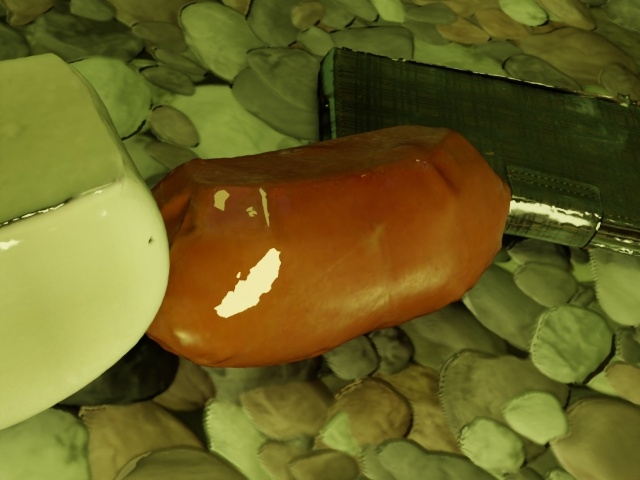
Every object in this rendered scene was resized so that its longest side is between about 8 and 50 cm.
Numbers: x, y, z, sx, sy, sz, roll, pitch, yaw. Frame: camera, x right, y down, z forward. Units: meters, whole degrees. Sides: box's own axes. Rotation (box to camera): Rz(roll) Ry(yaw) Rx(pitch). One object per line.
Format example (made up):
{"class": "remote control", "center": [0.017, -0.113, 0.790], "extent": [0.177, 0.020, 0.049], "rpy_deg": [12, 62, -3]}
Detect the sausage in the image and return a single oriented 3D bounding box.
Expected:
{"class": "sausage", "center": [0.000, 0.002, 0.918], "extent": [0.258, 0.133, 0.133], "rpy_deg": [-15, 51, -31]}

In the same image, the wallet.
{"class": "wallet", "center": [0.154, -0.061, 1.090], "extent": [0.317, 0.044, 0.169], "rpy_deg": [10, 40, -9]}

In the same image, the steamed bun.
{"class": "steamed bun", "center": [-0.210, 0.016, 0.810], "extent": [0.242, 0.164, 0.146], "rpy_deg": [-20, 51, -13]}
